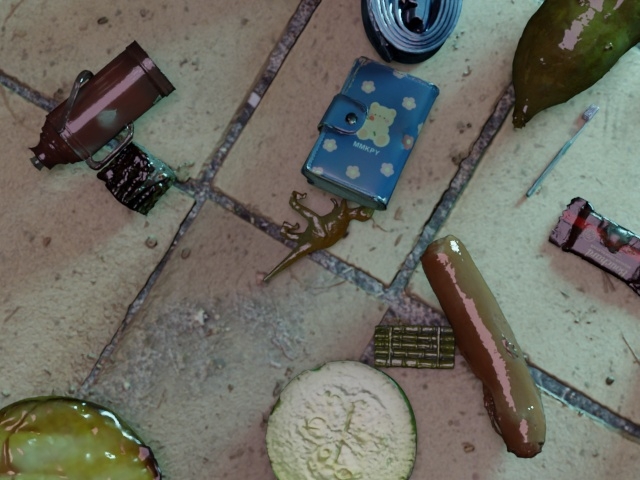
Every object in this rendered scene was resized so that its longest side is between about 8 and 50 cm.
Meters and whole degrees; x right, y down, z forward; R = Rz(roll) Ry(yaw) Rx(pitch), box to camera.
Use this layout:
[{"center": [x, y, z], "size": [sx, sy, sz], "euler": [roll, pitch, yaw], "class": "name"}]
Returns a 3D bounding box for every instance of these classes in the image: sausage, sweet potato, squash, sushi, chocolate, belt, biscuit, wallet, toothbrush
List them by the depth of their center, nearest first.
[{"center": [-0.366, 0.361, 1.688], "size": [0.296, 0.102, 0.296], "euler": [6, 74, -22], "class": "biscuit"}, {"center": [0.232, 0.146, 1.709], "size": [0.079, 0.087, 0.326], "euler": [-30, 81, 35], "class": "sausage"}, {"center": [0.385, -0.313, 1.726], "size": [0.370, 0.158, 0.158], "euler": [-40, 81, 4], "class": "sweet potato"}, {"center": [0.030, 0.279, 1.734], "size": [0.219, 0.041, 0.219], "euler": [0, 86, 6], "class": "squash"}, {"center": [0.417, 0.013, 1.738], "size": [0.182, 0.028, 0.086], "euler": [34, 89, 7], "class": "chocolate"}, {"center": [0.068, -0.154, 1.761], "size": [0.141, 0.059, 0.202], "euler": [23, 76, 9], "class": "wallet"}, {"center": [0.347, -0.130, 1.772], "size": [0.014, 0.011, 0.167], "euler": [37, 87, 14], "class": "toothbrush"}, {"center": [-0.264, -0.091, 1.776], "size": [0.094, 0.098, 0.084], "euler": [43, 89, 7], "class": "sushi"}, {"center": [0.131, -0.348, 1.785], "size": [0.142, 0.082, 0.190], "euler": [3, 82, -3], "class": "belt"}]

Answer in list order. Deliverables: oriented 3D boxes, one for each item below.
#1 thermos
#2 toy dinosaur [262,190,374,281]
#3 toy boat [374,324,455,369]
[{"center": [-0.326, -0.180, 1.794], "size": [0.232, 0.099, 0.124], "euler": [-41, 82, -3], "class": "thermos"}, {"center": [0.000, 0.000, 1.772], "size": [0.126, 0.039, 0.162], "euler": [16, 85, 6], "class": "toy dinosaur"}, {"center": [0.134, 0.151, 1.749], "size": [0.115, 0.016, 0.063], "euler": [1, 81, 4], "class": "toy boat"}]
